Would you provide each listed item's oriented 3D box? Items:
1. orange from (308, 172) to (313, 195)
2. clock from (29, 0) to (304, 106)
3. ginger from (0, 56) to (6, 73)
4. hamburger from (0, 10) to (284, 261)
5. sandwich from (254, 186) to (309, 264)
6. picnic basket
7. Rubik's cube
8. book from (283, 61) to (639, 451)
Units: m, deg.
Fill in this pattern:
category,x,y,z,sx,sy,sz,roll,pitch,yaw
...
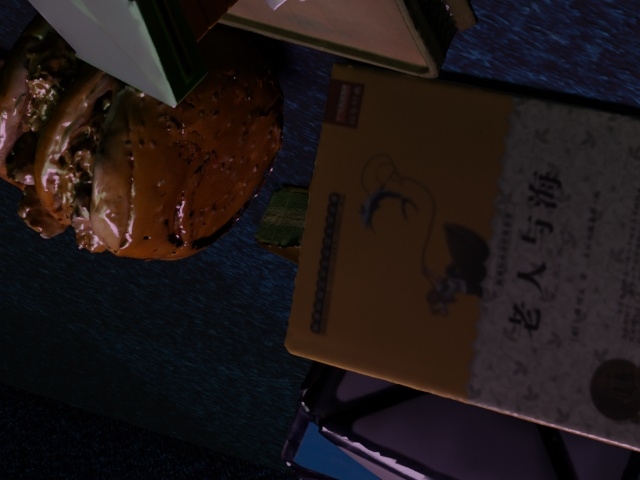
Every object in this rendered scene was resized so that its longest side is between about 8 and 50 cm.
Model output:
category,x,y,z,sx,sy,sz,roll,pitch,yaw
orange,0.028,-0.050,1.936,0.085,0.085,0.085,23,164,7
clock,-0.121,-0.238,1.110,0.309,0.235,0.166,47,136,-10
ginger,-0.363,-0.151,2.186,0.213,0.074,0.137,-1,141,49
hamburger,-0.160,-0.117,1.752,0.211,0.260,0.245,35,124,22
sandwich,0.000,0.000,2.126,0.074,0.074,0.116,4,154,47
picnic basket,-0.015,-0.227,1.319,0.266,0.139,0.165,17,162,26
Rubik's cube,0.155,0.135,1.900,0.310,0.307,0.305,26,166,1
book,0.152,0.009,1.635,0.389,0.269,0.032,13,-173,33
